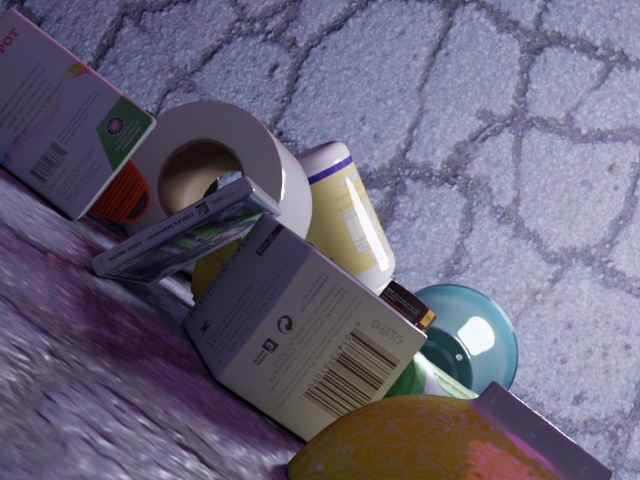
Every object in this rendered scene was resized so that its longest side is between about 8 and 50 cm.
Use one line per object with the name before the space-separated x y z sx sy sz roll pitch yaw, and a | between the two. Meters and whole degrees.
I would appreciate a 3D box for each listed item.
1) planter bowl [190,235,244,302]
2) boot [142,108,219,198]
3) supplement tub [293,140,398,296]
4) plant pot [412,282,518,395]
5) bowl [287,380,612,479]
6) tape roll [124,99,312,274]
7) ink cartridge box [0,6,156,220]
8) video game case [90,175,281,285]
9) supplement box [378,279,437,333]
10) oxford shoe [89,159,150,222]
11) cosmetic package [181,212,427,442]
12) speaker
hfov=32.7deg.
planter bowl | -0.089 0.070 1.309 0.217 0.090 0.217 39 -8 7
boot | -0.271 -0.151 1.858 0.246 0.094 0.207 32 4 -1
supplement tub | 0.000 0.000 2.093 0.241 0.241 0.331 -145 -149 -82
plant pot | 0.217 0.226 2.029 0.271 0.272 0.255 38 13 12
bowl | 0.133 0.205 0.843 0.289 0.156 0.289 38 -1 1
tape roll | -0.148 -0.063 1.589 0.246 0.246 0.169 38 0 18
ink cartridge box | -0.324 -0.148 1.293 0.212 0.154 0.093 38 0 -8
video game case | -0.131 -0.005 1.127 0.022 0.173 0.190 62 3 8
supplement box | 0.106 0.171 1.866 0.081 0.188 0.104 38 0 22
oxford shoe | -0.341 -0.118 1.431 0.271 0.097 0.098 38 -6 -25
cosmetic package | -0.022 0.088 1.079 0.151 0.151 0.183 38 -1 -22
speaker | 0.157 0.250 1.648 0.131 0.131 0.296 38 -1 39
